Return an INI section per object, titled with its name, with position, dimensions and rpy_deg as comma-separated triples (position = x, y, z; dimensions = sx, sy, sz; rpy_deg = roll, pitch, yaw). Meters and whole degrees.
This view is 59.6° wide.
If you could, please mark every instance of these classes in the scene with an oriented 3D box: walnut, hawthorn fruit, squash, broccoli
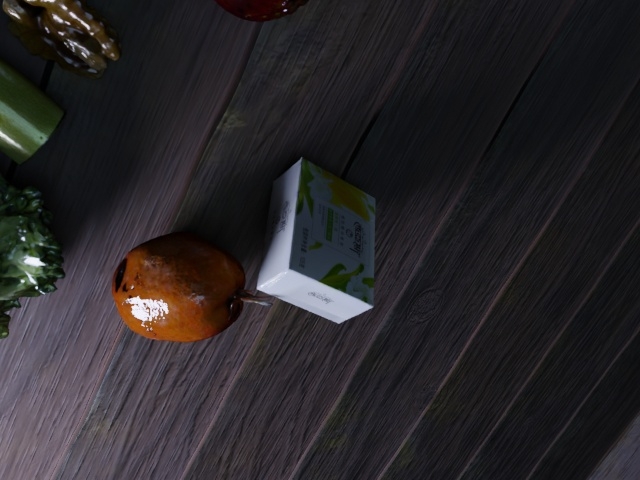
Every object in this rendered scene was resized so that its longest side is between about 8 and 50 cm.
[walnut]
position = -0.393, -0.330, 0.861
dimensions = 0.143, 0.069, 0.170
rpy_deg = -23, 134, 35
[hawthorn fruit]
position = -0.227, 0.092, 1.030
dimensions = 0.299, 0.211, 0.211
rpy_deg = 8, 120, 22
[squash]
position = -0.497, -0.220, 0.859
dimensions = 0.123, 0.123, 0.186
rpy_deg = -42, 119, 3
[broccoli]
position = -0.600, 0.027, 0.884
dimensions = 0.324, 0.272, 0.334
rpy_deg = 37, 102, -6

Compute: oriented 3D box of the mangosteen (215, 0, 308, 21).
[mangosteen]
position = -0.105, -0.466, 0.842
dimensions = 0.215, 0.215, 0.257
rpy_deg = -34, 94, -1

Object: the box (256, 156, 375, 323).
[box]
position = 0.000, 0.000, 1.066
dimensions = 0.195, 0.260, 0.111
rpy_deg = 26, 139, -29
